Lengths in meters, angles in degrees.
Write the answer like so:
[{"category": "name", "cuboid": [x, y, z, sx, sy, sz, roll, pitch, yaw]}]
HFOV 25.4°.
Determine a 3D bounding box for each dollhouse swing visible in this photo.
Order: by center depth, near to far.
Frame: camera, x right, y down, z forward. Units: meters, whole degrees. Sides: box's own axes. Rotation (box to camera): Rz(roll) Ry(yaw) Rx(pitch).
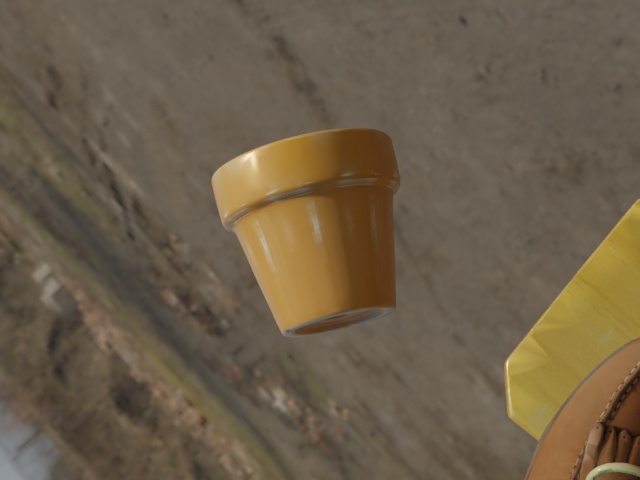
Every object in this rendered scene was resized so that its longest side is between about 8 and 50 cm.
[{"category": "dollhouse swing", "cuboid": [0.394, 0.170, 1.508, 0.305, 0.347, 0.315, 37, 174, 22]}]

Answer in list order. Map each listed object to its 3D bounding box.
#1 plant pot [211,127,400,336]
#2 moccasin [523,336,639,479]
[{"category": "plant pot", "cuboid": [0.000, 0.000, 1.556, 0.205, 0.205, 0.188, 105, 152, -76]}, {"category": "moccasin", "cuboid": [0.186, 0.214, 0.937, 0.139, 0.380, 0.147, 45, 150, -10]}]
